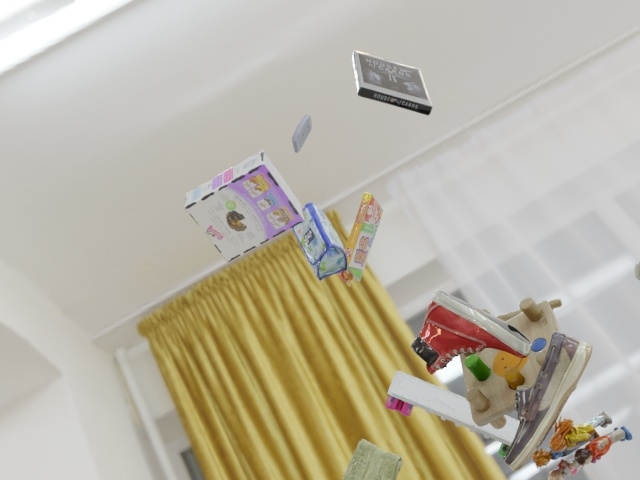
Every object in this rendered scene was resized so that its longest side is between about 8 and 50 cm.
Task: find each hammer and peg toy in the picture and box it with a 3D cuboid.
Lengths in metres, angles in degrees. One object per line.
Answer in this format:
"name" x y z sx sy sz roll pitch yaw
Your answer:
"hammer and peg toy" 0.447 0.244 1.915 0.266 0.361 0.127 -33 -62 21

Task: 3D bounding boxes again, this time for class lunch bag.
"lunch bag" 0.000 0.000 1.872 0.096 0.129 0.151 -22 -27 -11

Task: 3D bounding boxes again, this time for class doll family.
"doll family" 0.566 0.463 1.847 0.163 0.118 0.263 -21 -27 -19

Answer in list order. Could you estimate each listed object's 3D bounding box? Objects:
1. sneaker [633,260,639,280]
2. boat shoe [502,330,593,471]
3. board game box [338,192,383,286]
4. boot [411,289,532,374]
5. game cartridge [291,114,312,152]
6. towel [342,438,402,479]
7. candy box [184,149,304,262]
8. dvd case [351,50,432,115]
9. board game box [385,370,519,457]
"sneaker" 0.884 0.123 1.972 0.127 0.321 0.126 5 -77 -15
"boat shoe" 0.422 0.308 1.577 0.285 0.092 0.103 -62 -21 7
"board game box" 0.118 0.002 2.386 0.259 0.039 0.124 -68 -26 -14
"boot" 0.324 0.238 1.780 0.088 0.244 0.176 11 -76 -62
"game cartridge" -0.044 -0.255 1.928 0.056 0.017 0.083 84 -151 -61
"towel" 0.089 0.460 1.537 0.027 0.110 0.148 28 -99 -49
"candy box" -0.160 -0.070 1.718 0.196 0.070 0.165 -28 -58 11
"dvd case" 0.168 -0.383 1.966 0.179 0.239 0.029 13 -58 -10
"board game box" 0.373 0.481 2.257 0.390 0.390 0.050 6 -74 -81
